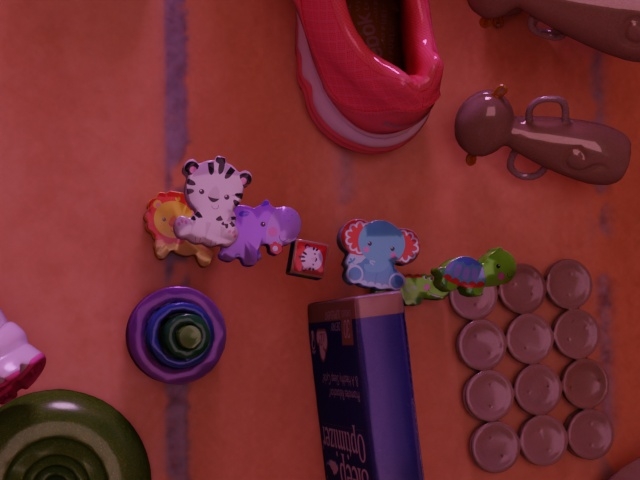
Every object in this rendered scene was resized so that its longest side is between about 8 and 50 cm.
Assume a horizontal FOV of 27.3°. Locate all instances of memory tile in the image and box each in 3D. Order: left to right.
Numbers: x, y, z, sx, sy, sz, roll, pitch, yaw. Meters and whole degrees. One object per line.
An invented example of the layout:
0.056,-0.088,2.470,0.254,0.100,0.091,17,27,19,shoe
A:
0.153,0.090,0.952,0.113,0.012,0.148,-7,86,-13,memory tile

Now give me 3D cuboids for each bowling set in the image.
0.174,-0.198,0.924,0.154,0.200,0.287,14,125,-6,bowling set

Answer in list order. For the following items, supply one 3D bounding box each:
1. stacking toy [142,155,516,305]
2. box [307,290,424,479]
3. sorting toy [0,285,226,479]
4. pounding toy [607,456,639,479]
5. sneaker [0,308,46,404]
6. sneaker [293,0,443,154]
0.000,0.000,0.847,0.221,0.167,0.052,12,83,-10,stacking toy
0.033,0.148,0.857,0.036,0.136,0.225,-7,87,-14,box
-0.179,0.177,0.814,0.127,0.126,0.365,40,79,-6,sorting toy
0.284,0.265,0.911,0.183,0.110,0.237,-30,53,15,pounding toy
-0.305,0.087,0.813,0.252,0.103,0.111,-24,81,-14,sneaker
0.014,-0.218,0.884,0.115,0.136,0.314,-23,90,-14,sneaker
